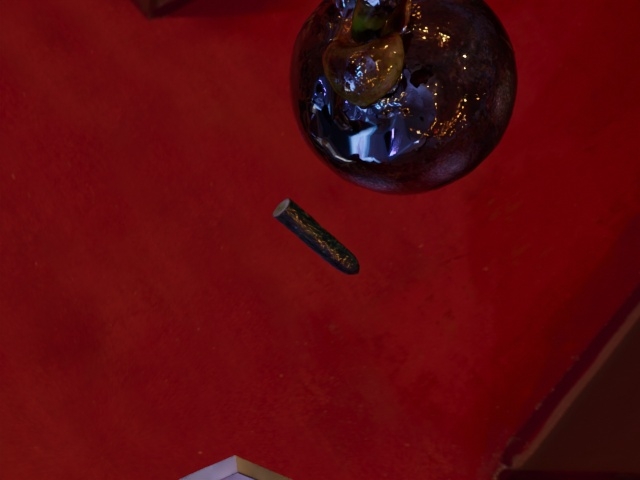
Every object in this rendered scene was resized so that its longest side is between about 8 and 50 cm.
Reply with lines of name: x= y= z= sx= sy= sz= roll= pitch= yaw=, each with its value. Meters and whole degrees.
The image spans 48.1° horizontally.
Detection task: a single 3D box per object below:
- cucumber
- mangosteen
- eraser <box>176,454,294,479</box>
cucumber: x=0.000 y=0.000 z=0.868 sx=0.133 sy=0.032 sz=0.032 roll=40 pitch=65 yaw=-24
mangosteen: x=0.092 y=-0.196 z=0.905 sx=0.297 sy=0.297 sz=0.293 roll=57 pitch=36 yaw=5
eraser: x=-0.101 y=0.297 z=0.840 sx=0.104 sy=0.150 sz=0.023 roll=-27 pitch=51 yaw=14
